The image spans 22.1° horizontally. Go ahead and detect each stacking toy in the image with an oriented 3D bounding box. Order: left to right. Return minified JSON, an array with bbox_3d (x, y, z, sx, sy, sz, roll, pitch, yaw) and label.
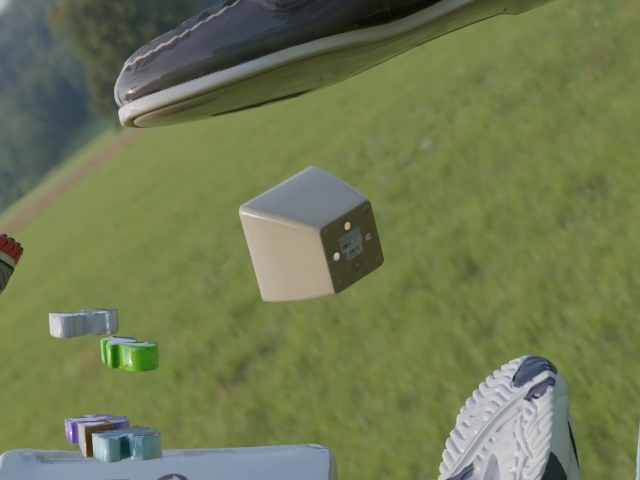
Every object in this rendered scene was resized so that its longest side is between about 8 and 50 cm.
[{"bbox_3d":[-0.145,0.142,1.173,0.052,0.167,0.221,-5,5,-21],"label":"stacking toy"}]

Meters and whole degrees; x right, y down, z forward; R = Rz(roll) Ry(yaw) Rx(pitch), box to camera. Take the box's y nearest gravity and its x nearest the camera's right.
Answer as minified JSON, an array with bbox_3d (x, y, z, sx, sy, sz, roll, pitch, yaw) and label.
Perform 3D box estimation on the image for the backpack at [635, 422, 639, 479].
[{"bbox_3d":[0.309,0.177,1.143,0.117,0.173,0.158,67,-149,-62],"label":"backpack"}]

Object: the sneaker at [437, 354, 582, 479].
[{"bbox_3d":[0.158,0.205,1.079,0.094,0.153,0.235,-25,47,31],"label":"sneaker"}]

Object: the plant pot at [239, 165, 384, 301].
[{"bbox_3d":[0.000,0.000,1.638,0.109,0.109,0.096,-31,29,-35],"label":"plant pot"}]

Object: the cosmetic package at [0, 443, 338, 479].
[{"bbox_3d":[-0.139,0.440,1.544,0.329,0.394,0.327,-1,44,5],"label":"cosmetic package"}]

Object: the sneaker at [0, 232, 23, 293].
[{"bbox_3d":[-0.426,0.010,1.797,0.088,0.225,0.093,4,71,45],"label":"sneaker"}]

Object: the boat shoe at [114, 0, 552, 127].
[{"bbox_3d":[0.030,-0.155,0.946,0.335,0.095,0.112,-20,-5,-10],"label":"boat shoe"}]
